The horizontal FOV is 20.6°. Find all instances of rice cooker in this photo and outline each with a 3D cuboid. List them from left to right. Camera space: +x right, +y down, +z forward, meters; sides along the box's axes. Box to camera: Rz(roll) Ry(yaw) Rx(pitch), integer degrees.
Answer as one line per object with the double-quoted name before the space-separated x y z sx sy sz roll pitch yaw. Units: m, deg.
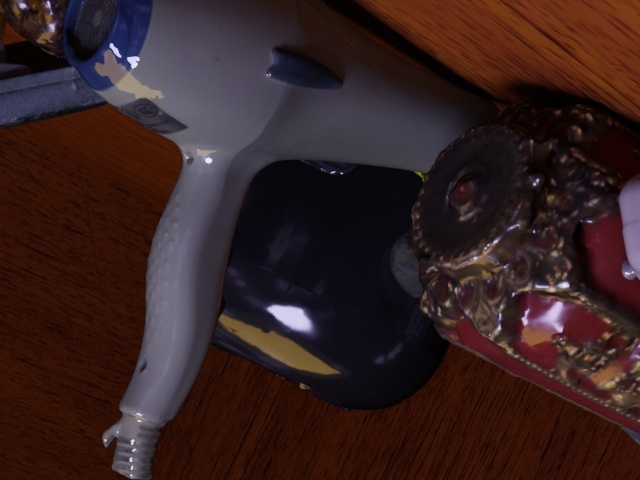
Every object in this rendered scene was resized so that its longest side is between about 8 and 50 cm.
"rice cooker" 0.000 0.000 1.353 0.267 0.224 0.267 26 177 2

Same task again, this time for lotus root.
"lotus root" -0.147 -0.163 1.127 0.110 0.097 0.258 33 -177 -2

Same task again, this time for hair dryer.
"hair dryer" -0.011 -0.028 1.065 0.296 0.298 0.119 -10 -165 -35

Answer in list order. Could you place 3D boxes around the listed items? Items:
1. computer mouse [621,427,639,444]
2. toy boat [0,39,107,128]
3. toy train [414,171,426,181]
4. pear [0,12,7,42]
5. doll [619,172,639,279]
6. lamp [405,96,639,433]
"computer mouse" 0.294 0.074 1.383 0.199 0.115 0.389 3 144 46
"toy boat" -0.329 -0.136 1.527 0.319 0.092 0.141 -16 -158 -34
"toy train" 0.136 -0.017 1.215 0.250 0.053 0.085 37 -177 -9
"pear" -0.375 -0.150 1.281 0.309 0.309 0.309 25 175 2
"doll" 0.218 -0.006 0.894 0.161 0.059 0.160 -14 165 25
"lamp" 0.181 0.025 1.073 0.274 0.177 0.177 25 176 -33
